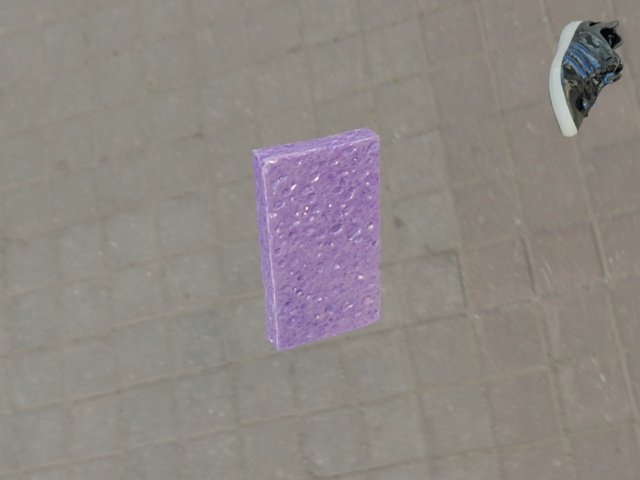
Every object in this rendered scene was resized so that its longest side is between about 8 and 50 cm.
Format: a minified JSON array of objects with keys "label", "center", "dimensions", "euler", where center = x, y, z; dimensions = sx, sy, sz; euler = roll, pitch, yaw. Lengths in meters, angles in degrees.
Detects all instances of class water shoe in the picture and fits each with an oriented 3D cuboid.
[{"label":"water shoe","center":[0.338,-0.215,1.411],"dimensions":[0.080,0.073,0.203],"euler":[-6,45,27]}]

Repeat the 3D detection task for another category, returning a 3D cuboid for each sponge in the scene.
[{"label":"sponge","center":[0.000,0.000,1.062],"dimensions":[0.117,0.210,0.031],"euler":[-15,33,-20]}]
